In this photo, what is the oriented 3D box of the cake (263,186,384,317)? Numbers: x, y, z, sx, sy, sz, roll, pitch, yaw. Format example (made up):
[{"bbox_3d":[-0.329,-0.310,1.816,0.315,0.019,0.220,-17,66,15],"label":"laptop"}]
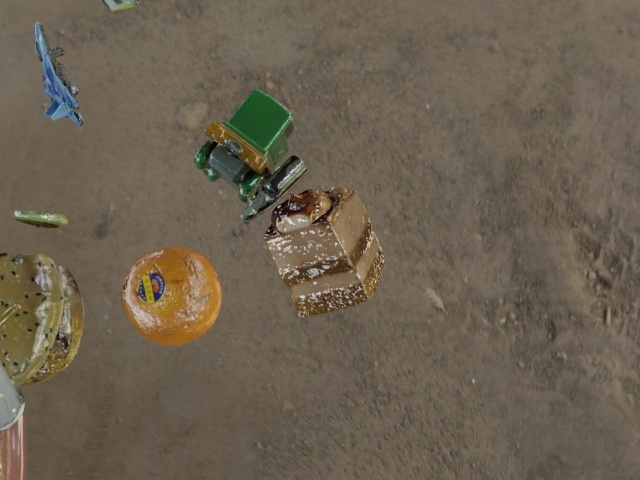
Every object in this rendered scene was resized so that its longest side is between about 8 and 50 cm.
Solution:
[{"bbox_3d":[0.000,0.000,1.743,0.196,0.293,0.199,-15,25,28],"label":"cake"}]

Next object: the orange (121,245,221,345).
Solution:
[{"bbox_3d":[-0.197,0.076,1.050,0.135,0.117,0.136,-9,67,22],"label":"orange"}]

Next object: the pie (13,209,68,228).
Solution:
[{"bbox_3d":[-0.426,-0.031,1.179,0.084,0.084,0.021,1,81,15],"label":"pie"}]

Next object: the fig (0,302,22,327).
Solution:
[{"bbox_3d":[-0.587,0.150,1.225,0.175,0.207,0.175,-4,72,12],"label":"fig"}]

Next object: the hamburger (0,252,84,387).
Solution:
[{"bbox_3d":[-0.670,0.182,1.658,0.317,0.195,0.277,-20,79,7],"label":"hamburger"}]

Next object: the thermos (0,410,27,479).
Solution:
[{"bbox_3d":[-0.554,0.411,1.234,0.176,0.146,0.265,-2,57,-19],"label":"thermos"}]

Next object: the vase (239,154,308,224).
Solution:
[{"bbox_3d":[-0.116,-0.117,1.862,0.060,0.060,0.211,31,67,27],"label":"vase"}]

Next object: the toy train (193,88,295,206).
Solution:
[{"bbox_3d":[-0.175,-0.232,1.981,0.178,0.429,0.249,36,87,5],"label":"toy train"}]

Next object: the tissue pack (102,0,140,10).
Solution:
[{"bbox_3d":[-0.371,-0.570,1.382,0.081,0.185,0.257,-6,61,13],"label":"tissue pack"}]

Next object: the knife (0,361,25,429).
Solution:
[{"bbox_3d":[-0.344,0.115,0.754,0.081,0.043,0.336,-43,28,-12],"label":"knife"}]

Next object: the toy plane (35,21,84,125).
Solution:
[{"bbox_3d":[-0.626,-0.395,1.833,0.078,0.247,0.169,-22,31,-36],"label":"toy plane"}]
